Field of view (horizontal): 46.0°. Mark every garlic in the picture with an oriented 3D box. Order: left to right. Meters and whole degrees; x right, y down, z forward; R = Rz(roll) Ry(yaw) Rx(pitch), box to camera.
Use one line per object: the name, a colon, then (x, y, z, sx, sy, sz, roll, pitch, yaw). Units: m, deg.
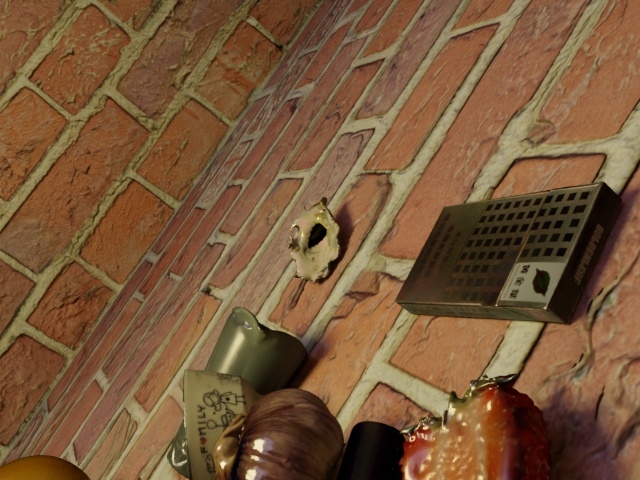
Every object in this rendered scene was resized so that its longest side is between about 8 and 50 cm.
garlic: (-0.064, 0.304, 0.962, 0.245, 0.160, 0.245, -164, 90, -89)

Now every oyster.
oyster: (-0.005, 0.008, 1.557, 0.133, 0.072, 0.209, -42, 42, 12)

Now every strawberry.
strawberry: (0.174, 0.239, 0.729, 0.174, 0.098, 0.228, -48, 24, 16)

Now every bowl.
bowl: (-0.137, 0.307, 1.148, 0.238, 0.126, 0.238, 174, 90, -81)

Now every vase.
vase: (-0.152, 0.275, 1.340, 0.301, 0.156, 0.251, -60, -7, -2)

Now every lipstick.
lipstick: (0.038, 0.348, 0.865, 0.081, 0.081, 0.300, -34, 26, 41)

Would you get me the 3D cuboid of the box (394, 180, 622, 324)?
box: (0.237, 0.021, 1.020, 0.180, 0.047, 0.325, -60, 20, -17)

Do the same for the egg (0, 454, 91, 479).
egg: (-0.581, 0.596, 1.524, 0.282, 0.282, 0.351, -50, 30, 8)

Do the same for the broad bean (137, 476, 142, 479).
broad bean: (-0.342, 0.561, 1.375, 0.077, 0.061, 0.339, -50, 19, 23)
